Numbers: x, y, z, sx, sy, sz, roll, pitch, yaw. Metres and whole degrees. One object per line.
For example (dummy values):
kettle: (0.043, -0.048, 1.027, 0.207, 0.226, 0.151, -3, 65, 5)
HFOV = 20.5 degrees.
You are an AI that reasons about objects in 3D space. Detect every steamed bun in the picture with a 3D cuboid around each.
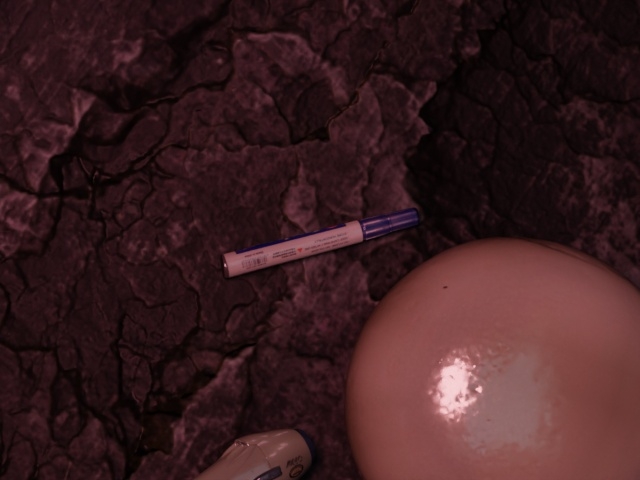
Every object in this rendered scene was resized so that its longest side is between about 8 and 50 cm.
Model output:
steamed bun: (0.185, 0.152, 1.668, 0.324, 0.206, 0.324, 1, 86, -13)

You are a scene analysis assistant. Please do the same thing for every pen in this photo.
pen: (0.000, 0.000, 1.730, 0.204, 0.025, 0.025, -15, 89, -13)

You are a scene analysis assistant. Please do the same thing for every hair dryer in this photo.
hair dryer: (-0.075, 0.285, 1.673, 0.167, 0.067, 0.199, -8, 95, -28)
